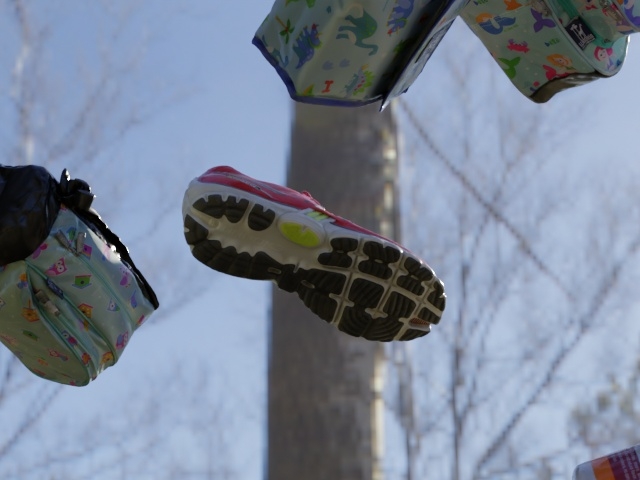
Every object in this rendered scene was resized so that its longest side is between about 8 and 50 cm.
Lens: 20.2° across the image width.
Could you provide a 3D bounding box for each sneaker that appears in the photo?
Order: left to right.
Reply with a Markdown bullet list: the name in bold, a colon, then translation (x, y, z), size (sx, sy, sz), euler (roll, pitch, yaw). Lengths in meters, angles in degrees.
- **sneaker**: translation (0.000, 0.000, 1.740), size (0.279, 0.118, 0.107), euler (27, -65, -13)

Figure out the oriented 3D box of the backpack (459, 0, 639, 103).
- **backpack**: translation (0.204, -0.284, 1.685), size (0.253, 0.225, 0.191), euler (39, -40, -22)

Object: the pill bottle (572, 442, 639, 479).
- **pill bottle**: translation (0.286, 0.171, 1.179), size (0.221, 0.121, 0.121), euler (-19, -25, 6)

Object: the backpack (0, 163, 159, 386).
- **backpack**: translation (-0.215, 0.026, 1.401), size (0.152, 0.115, 0.182), euler (17, -29, 47)

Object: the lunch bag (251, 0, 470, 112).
- **lunch bag**: translation (0.045, -0.172, 1.409), size (0.151, 0.096, 0.129), euler (0, -45, -44)
